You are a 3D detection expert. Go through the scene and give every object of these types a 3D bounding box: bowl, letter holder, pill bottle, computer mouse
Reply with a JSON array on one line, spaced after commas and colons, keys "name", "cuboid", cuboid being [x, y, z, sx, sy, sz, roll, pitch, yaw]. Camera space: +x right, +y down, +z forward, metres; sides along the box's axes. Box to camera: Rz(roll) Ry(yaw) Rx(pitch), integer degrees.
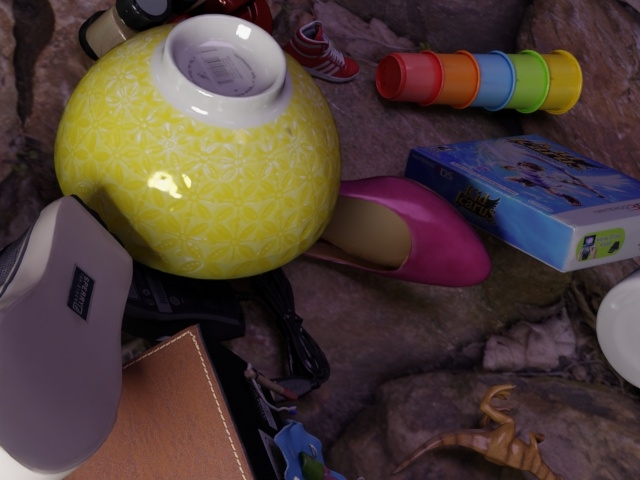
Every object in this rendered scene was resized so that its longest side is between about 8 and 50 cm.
[{"name": "bowl", "cuboid": [-0.104, -0.122, 1.154, 0.289, 0.156, 0.290, 9, 49, -11]}, {"name": "letter holder", "cuboid": [-0.111, 0.261, 0.949, 0.302, 0.214, 0.152, 65, 8, 29]}, {"name": "pill bottle", "cuboid": [0.474, 0.074, 1.510, 0.152, 0.152, 0.272, 49, 43, 13]}, {"name": "computer mouse", "cuboid": [-0.111, 0.092, 1.165, 0.262, 0.060, 0.184, 6, 44, -46]}]

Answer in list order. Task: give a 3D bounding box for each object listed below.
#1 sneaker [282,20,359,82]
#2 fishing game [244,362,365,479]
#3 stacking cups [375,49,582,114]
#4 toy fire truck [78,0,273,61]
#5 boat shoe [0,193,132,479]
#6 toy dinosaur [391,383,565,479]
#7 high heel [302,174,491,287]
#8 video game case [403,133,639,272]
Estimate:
[{"name": "sneaker", "cuboid": [0.010, -0.244, 1.547, 0.118, 0.067, 0.042, 5, 50, -31]}, {"name": "fishing game", "cuboid": [0.019, 0.222, 0.986, 0.264, 0.041, 0.189, 62, 7, 22]}, {"name": "stacking cups", "cuboid": [0.223, -0.222, 1.653, 0.316, 0.096, 0.096, -4, 55, -37]}, {"name": "toy fire truck", "cuboid": [-0.117, -0.211, 1.393, 0.246, 0.158, 0.217, 55, 46, -9]}, {"name": "boat shoe", "cuboid": [-0.246, 0.102, 0.933, 0.127, 0.158, 0.340, 48, 18, -19]}, {"name": "toy dinosaur", "cuboid": [0.180, 0.209, 1.250, 0.211, 0.064, 0.112, 20, 45, -18]}, {"name": "high heel", "cuboid": [0.000, 0.000, 1.277, 0.377, 0.127, 0.181, 20, 38, 0]}, {"name": "video game case", "cuboid": [0.280, -0.055, 1.474, 0.244, 0.061, 0.269, -8, 29, -40]}]
